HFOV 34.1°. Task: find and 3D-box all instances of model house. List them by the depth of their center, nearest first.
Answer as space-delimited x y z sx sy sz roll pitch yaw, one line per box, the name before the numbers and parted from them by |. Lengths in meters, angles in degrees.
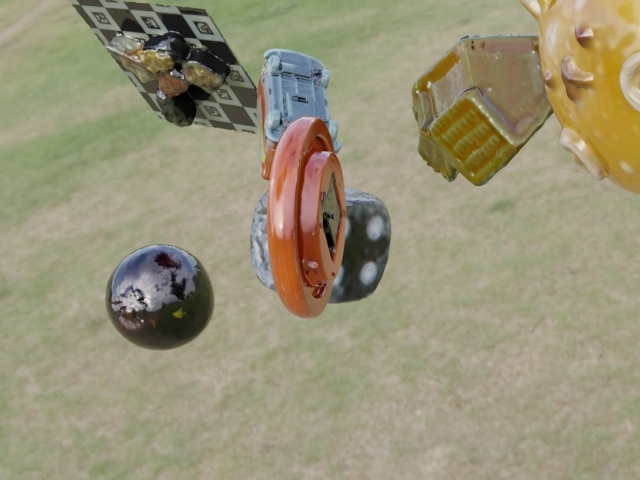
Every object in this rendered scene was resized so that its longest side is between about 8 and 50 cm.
model house | 0.270 -0.197 1.748 0.173 0.239 0.268 10 -31 -25

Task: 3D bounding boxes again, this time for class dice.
dice | 0.000 0.000 1.757 0.183 0.182 0.181 -2 16 -43

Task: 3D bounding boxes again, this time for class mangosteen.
mangosteen | -0.319 0.114 2.171 0.228 0.228 0.265 -7 2 23

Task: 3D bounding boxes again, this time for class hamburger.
hamburger | 0.328 -0.194 1.052 0.186 0.302 0.261 -21 -1 -15

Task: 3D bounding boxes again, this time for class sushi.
sushi | -0.277 -0.297 1.951 0.343 0.359 0.064 13 64 33

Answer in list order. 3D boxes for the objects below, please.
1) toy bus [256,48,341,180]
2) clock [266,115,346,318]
toy bus | -0.048 -0.204 1.722 0.121 0.119 0.265 10 41 -16
clock | -0.008 -0.023 1.057 0.051 0.205 0.205 2 27 12
